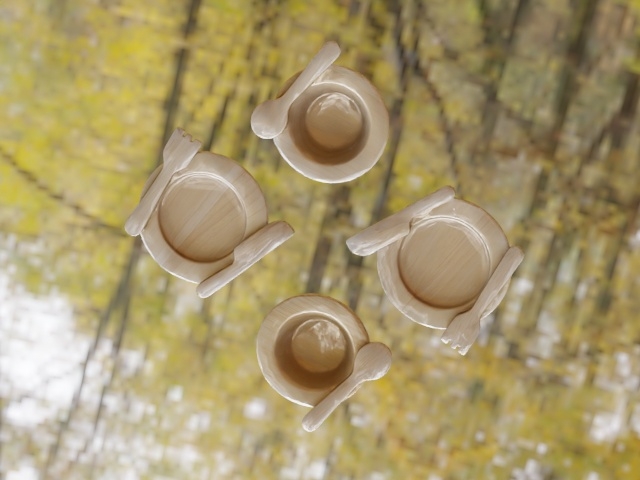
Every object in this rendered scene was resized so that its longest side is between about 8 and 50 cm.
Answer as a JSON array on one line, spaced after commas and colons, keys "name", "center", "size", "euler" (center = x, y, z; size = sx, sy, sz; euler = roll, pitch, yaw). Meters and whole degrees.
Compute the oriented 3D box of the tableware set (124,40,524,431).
[{"name": "tableware set", "center": [0.000, 0.000, 0.919], "size": [0.168, 0.141, 0.020], "euler": [49, -162, -1]}]
